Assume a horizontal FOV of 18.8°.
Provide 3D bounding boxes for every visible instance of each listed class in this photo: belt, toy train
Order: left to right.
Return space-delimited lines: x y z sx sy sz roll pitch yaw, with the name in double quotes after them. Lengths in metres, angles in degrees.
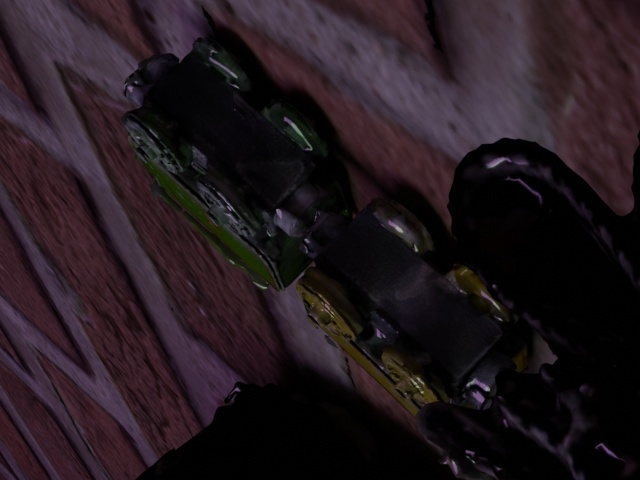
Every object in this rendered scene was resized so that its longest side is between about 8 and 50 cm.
0.000 0.000 0.762 0.202 0.060 0.081 42 169 21 "toy train"
0.129 0.100 0.357 0.094 0.126 0.359 45 -169 -43 "belt"

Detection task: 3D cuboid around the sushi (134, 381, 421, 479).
-0.024 0.277 1.044 0.328 0.285 0.329 48 162 2 "sushi"
